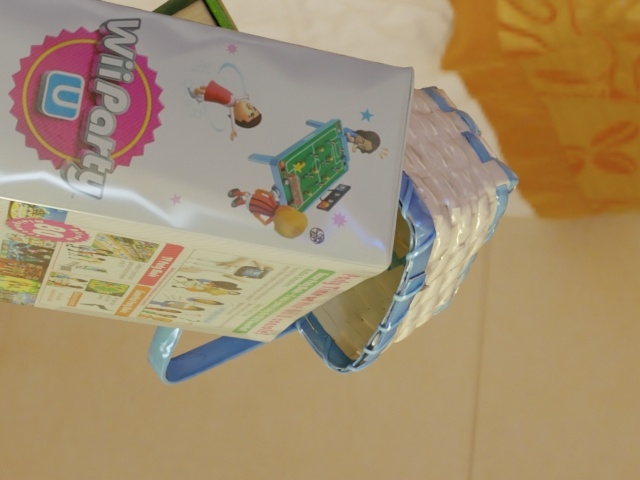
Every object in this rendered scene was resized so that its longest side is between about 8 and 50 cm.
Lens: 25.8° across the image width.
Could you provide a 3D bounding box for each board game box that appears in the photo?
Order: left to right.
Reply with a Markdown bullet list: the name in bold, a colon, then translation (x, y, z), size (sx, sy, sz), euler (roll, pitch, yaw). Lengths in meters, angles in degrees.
- **board game box**: translation (-0.138, -0.034, 0.648), size (0.303, 0.097, 0.224), euler (11, 165, -13)

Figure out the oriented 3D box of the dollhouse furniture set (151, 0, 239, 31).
- **dollhouse furniture set**: translation (-0.181, -0.195, 0.968), size (0.151, 0.301, 0.197), euler (-29, -175, 8)

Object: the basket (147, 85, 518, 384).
- **basket**: translation (0.000, 0.000, 1.171), size (0.289, 0.201, 0.255), euler (-22, 152, -38)
